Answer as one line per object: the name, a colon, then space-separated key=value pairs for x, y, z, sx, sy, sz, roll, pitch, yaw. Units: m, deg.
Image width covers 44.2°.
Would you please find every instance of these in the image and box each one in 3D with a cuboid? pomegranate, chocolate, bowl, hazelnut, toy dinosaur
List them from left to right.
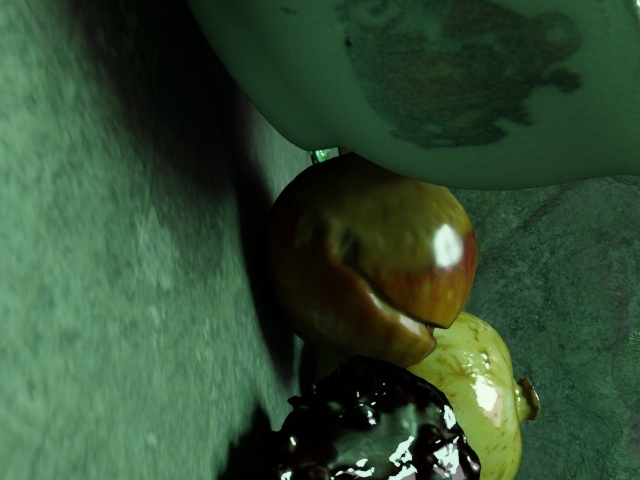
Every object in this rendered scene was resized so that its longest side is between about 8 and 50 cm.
toy dinosaur: x=-0.002 y=-0.107 z=1.003 sx=0.062 sy=0.021 sz=0.083 roll=-12 pitch=89 yaw=-75
chocolate: x=0.002 y=0.144 z=0.460 sx=0.133 sy=0.156 sz=0.156 roll=12 pitch=66 yaw=-52
hazelnut: x=0.030 y=0.014 z=0.625 sx=0.182 sy=0.182 sz=0.182 roll=-9 pitch=90 yaw=-82
bowl: x=0.030 y=-0.181 z=0.507 sx=0.435 sy=0.196 sz=0.435 roll=53 pitch=18 yaw=-25
pomegranate: x=0.100 y=0.157 z=0.746 sx=0.215 sy=0.215 sz=0.215 roll=-9 pitch=90 yaw=-82

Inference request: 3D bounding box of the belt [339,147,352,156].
belt: x=0.110 y=-0.118 z=1.448 sx=0.217 sy=0.122 sz=0.339 roll=48 pitch=34 yaw=-73
